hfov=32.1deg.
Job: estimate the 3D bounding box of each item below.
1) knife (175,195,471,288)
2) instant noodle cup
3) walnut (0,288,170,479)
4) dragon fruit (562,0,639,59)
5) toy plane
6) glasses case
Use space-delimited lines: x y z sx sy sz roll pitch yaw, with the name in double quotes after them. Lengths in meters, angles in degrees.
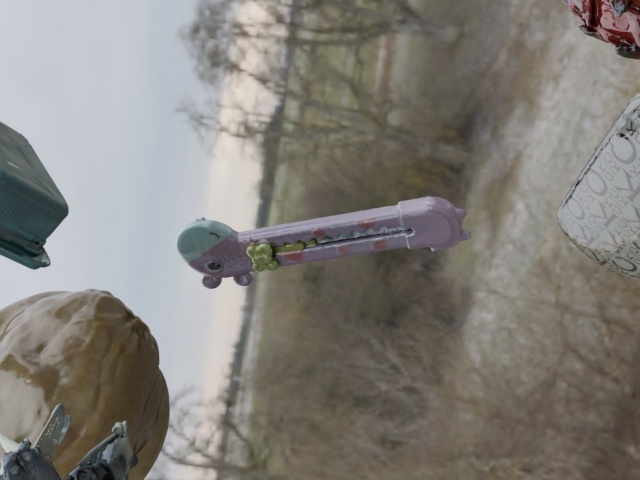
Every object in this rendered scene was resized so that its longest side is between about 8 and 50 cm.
0.000 0.001 1.504 0.038 0.399 0.132 -88 -16 -45 "knife"
-0.317 -0.064 1.059 0.157 0.070 0.179 55 -173 24 "instant noodle cup"
-0.330 0.208 1.412 0.296 0.285 0.285 155 125 -64 "walnut"
0.390 -0.323 1.257 0.244 0.244 0.299 99 159 -46 "dragon fruit"
-0.199 0.249 0.861 0.192 0.088 0.262 -42 -48 -36 "toy plane"
0.341 -0.051 1.172 0.085 0.137 0.354 -51 -11 -17 "glasses case"
